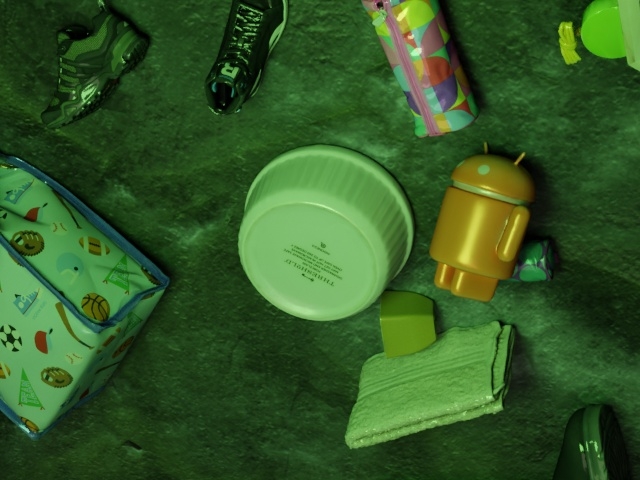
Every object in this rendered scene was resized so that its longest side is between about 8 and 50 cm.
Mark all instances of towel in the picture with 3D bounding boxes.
[{"bbox_3d":[0.170,0.222,1.803,0.282,0.187,0.049,-21,118,27],"label":"towel"}]

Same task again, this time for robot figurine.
[{"bbox_3d":[0.229,-0.028,1.635,0.128,0.158,0.219,17,96,9],"label":"robot figurine"}]

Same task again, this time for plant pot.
[{"bbox_3d":[0.141,0.130,1.820,0.083,0.081,0.081,-5,121,8],"label":"plant pot"}]

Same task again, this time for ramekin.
[{"bbox_3d":[0.000,0.000,1.748,0.272,0.127,0.273,8,123,12],"label":"ramekin"}]

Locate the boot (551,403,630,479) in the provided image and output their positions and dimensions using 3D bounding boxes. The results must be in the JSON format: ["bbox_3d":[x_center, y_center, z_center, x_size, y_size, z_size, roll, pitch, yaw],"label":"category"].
[{"bbox_3d":[0.291,0.440,1.946,0.445,0.146,0.367,-5,119,25],"label":"boot"}]

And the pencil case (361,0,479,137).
[{"bbox_3d":[0.133,-0.252,1.561,0.104,0.104,0.236,-16,117,26],"label":"pencil case"}]

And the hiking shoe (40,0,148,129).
[{"bbox_3d":[-0.358,-0.262,1.732,0.227,0.086,0.114,-39,91,27],"label":"hiking shoe"}]

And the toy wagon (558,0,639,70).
[{"bbox_3d":[0.467,-0.284,1.420,0.344,0.068,0.267,-4,137,21],"label":"toy wagon"}]

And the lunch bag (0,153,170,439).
[{"bbox_3d":[-0.500,0.079,1.903,0.385,0.239,0.328,43,126,7],"label":"lunch bag"}]

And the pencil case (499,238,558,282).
[{"bbox_3d":[0.273,0.034,1.722,0.151,0.070,0.064,-5,85,23],"label":"pencil case"}]

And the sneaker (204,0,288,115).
[{"bbox_3d":[-0.106,-0.268,1.611,0.079,0.121,0.217,19,126,4],"label":"sneaker"}]
